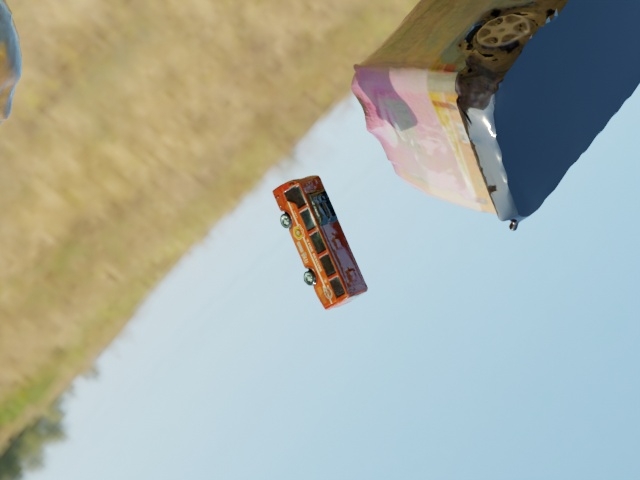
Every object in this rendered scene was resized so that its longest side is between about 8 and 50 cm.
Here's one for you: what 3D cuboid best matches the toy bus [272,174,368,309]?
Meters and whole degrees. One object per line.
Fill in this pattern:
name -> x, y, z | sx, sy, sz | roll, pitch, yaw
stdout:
toy bus -> 0.000, 0.000, 1.364 | 0.031, 0.110, 0.043 | -19, 172, -40

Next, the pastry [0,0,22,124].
pastry -> -0.410, -0.167, 1.430 | 0.284, 0.184, 0.315 | -43, 153, 8

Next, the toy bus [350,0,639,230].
toy bus -> 0.196, -0.200, 1.503 | 0.162, 0.171, 0.386 | 16, -129, 37
